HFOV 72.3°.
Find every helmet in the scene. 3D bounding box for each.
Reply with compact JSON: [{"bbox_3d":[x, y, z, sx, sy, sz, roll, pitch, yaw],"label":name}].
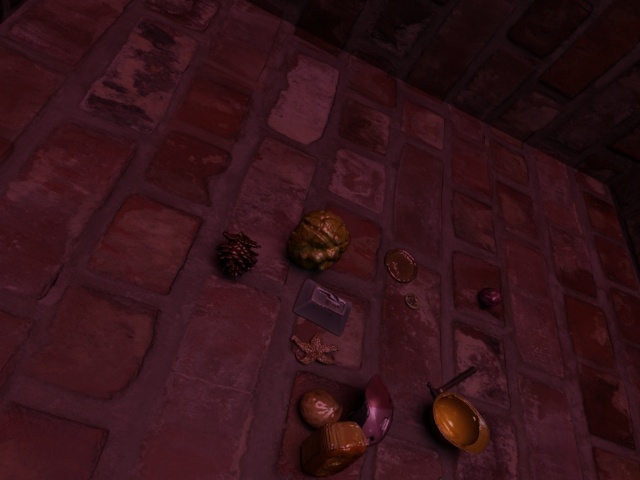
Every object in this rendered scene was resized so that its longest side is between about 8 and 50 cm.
[{"bbox_3d":[0.199,0.650,1.635,0.154,0.198,0.253,32,59,26],"label":"helmet"},{"bbox_3d":[0.539,0.756,1.791,0.257,0.140,0.205,42,52,10],"label":"helmet"}]

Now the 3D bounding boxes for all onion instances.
[{"bbox_3d":[0.891,0.302,2.299,0.115,0.115,0.104,-42,129,-39],"label":"onion"}]

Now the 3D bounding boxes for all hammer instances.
[{"bbox_3d":[0.609,0.639,1.977,0.297,0.027,0.125,-17,69,-35],"label":"hammer"}]

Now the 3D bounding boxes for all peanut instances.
[{"bbox_3d":[-0.001,0.621,1.622,0.159,0.109,0.140,28,40,7],"label":"peanut"}]

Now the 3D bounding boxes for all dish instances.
[{"bbox_3d":[0.025,0.273,1.874,0.243,0.080,0.181,30,51,-9],"label":"dish"}]

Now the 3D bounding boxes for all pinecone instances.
[{"bbox_3d":[-0.338,0.055,1.778,0.179,0.150,0.195,17,55,-18],"label":"pinecone"}]

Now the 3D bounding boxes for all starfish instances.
[{"bbox_3d":[-0.023,0.435,1.764,0.210,0.053,0.150,28,47,-7],"label":"starfish"}]

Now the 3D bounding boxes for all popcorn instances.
[{"bbox_3d":[-0.004,-0.007,1.911,0.247,0.282,0.282,32,50,7],"label":"popcorn"}]

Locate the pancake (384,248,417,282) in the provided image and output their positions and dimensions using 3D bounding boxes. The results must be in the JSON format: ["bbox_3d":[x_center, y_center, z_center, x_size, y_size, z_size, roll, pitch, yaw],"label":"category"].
[{"bbox_3d":[0.407,0.123,2.203,0.199,0.021,0.199,13,55,-19],"label":"pancake"}]

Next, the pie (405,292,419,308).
[{"bbox_3d":[0.445,0.294,2.116,0.085,0.017,0.085,13,56,-19],"label":"pie"}]

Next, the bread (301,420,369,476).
[{"bbox_3d":[0.040,0.707,1.479,0.153,0.288,0.119,8,48,-24],"label":"bread"}]

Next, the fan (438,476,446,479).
[{"bbox_3d":[0.483,1.016,1.678,0.038,0.016,0.193,14,55,-22],"label":"fan"}]
